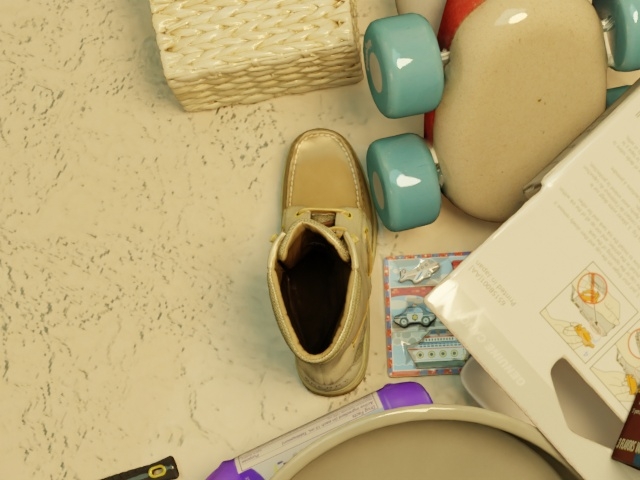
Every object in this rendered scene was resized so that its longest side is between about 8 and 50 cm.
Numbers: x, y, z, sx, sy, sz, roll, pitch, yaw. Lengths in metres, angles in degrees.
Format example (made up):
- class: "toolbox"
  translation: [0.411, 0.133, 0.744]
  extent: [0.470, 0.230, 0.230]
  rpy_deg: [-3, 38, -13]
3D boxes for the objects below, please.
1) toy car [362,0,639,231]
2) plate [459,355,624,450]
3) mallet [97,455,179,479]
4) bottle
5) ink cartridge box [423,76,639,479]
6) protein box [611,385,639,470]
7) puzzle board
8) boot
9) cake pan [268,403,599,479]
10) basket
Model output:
- class: "toy car"
  translation: [0.123, -0.156, 1.241]
  extent: [0.219, 0.210, 0.238]
  rpy_deg: [-12, 44, -10]
- class: "plate"
  translation: [0.293, 0.105, 1.190]
  extent: [0.277, 0.045, 0.278]
  rpy_deg: [-44, 75, -8]
- class: "mallet"
  translation: [-0.205, 0.195, 1.237]
  extent: [0.189, 0.039, 0.062]
  rpy_deg: [-25, 77, -4]
- class: "bottle"
  translation: [-0.031, 0.207, 1.177]
  extent: [0.282, 0.092, 0.118]
  rpy_deg: [-24, 86, 0]
- class: "ink cartridge box"
  translation: [0.239, 0.060, 1.114]
  extent: [0.239, 0.060, 0.275]
  rpy_deg: [-42, 93, -7]
- class: "protein box"
  translation: [0.331, 0.093, 1.027]
  extent: [0.201, 0.136, 0.200]
  rpy_deg: [24, 84, -6]
- class: "puzzle board"
  translation: [0.114, 0.055, 1.246]
  extent: [0.128, 0.011, 0.096]
  rpy_deg: [-4, 74, 7]
- class: "boot"
  translation: [0.000, 0.000, 1.194]
  extent: [0.077, 0.165, 0.213]
  rpy_deg: [-3, 76, 5]
- class: "cake pan"
  translation: [0.072, 0.248, 1.116]
  extent: [0.293, 0.054, 0.293]
  rpy_deg: [-1, 101, -6]
- class: "basket"
  translation: [-0.050, -0.173, 1.278]
  extent: [0.167, 0.113, 0.103]
  rpy_deg: [-9, 78, 4]
